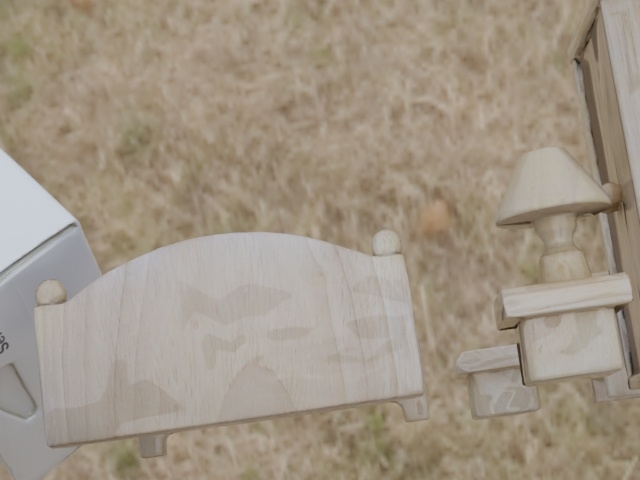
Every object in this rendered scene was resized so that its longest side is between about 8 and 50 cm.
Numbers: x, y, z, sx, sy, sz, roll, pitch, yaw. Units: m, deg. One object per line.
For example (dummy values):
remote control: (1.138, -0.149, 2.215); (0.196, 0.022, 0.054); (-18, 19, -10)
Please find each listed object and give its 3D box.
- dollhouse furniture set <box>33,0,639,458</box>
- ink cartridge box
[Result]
dollhouse furniture set: (0.000, 0.000, 0.706); (0.356, 0.303, 0.173); (-8, 80, 2)
ink cartridge box: (-0.197, 0.004, 0.793); (0.093, 0.154, 0.212); (-38, 56, -17)
